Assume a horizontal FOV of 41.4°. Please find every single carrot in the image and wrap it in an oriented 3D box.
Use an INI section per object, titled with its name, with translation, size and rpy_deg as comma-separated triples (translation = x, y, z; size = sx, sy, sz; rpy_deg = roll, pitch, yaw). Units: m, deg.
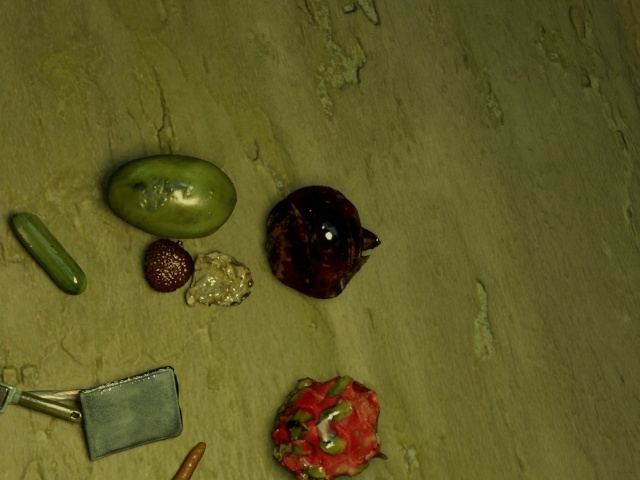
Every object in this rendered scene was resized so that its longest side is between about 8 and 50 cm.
[carrot]
translation = -0.324, 0.551, 1.879
size = 0.043, 0.043, 0.248
rpy_deg = 37, 57, -8

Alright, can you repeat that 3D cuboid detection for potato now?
[potato]
translation = -0.354, -0.104, 2.023
size = 0.304, 0.216, 0.216
rpy_deg = -2, 71, -18

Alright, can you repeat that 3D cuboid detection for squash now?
[squash]
translation = -0.619, 0.028, 1.930
size = 0.239, 0.069, 0.069
rpy_deg = 50, 58, -2

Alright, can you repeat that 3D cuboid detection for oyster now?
[oyster]
translation = -0.249, 0.101, 2.074
size = 0.163, 0.081, 0.191
rpy_deg = 44, 62, -9

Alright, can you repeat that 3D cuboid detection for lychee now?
[lychee]
translation = -0.362, 0.061, 2.012
size = 0.123, 0.123, 0.129
rpy_deg = 31, 63, -11

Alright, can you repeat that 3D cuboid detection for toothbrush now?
[toothbrush]
translation = -0.539, 0.340, 1.866
size = 0.375, 0.037, 0.028
rpy_deg = 1, 67, -22

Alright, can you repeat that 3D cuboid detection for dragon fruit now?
[dragon fruit]
translation = 0.023, 0.437, 1.984
size = 0.302, 0.237, 0.231
rpy_deg = -45, 113, -42

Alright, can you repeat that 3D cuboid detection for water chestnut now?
[water chestnut]
translation = 0.000, 0.000, 2.139
size = 0.244, 0.289, 0.289
rpy_deg = 36, 53, -46

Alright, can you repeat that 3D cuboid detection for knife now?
[knife]
translation = -0.668, 0.333, 1.785
size = 0.342, 0.027, 0.061
rpy_deg = 23, 76, -15

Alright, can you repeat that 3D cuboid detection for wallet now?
[wallet]
translation = -0.414, 0.379, 1.873
size = 0.222, 0.036, 0.168
rpy_deg = -13, 103, -27
